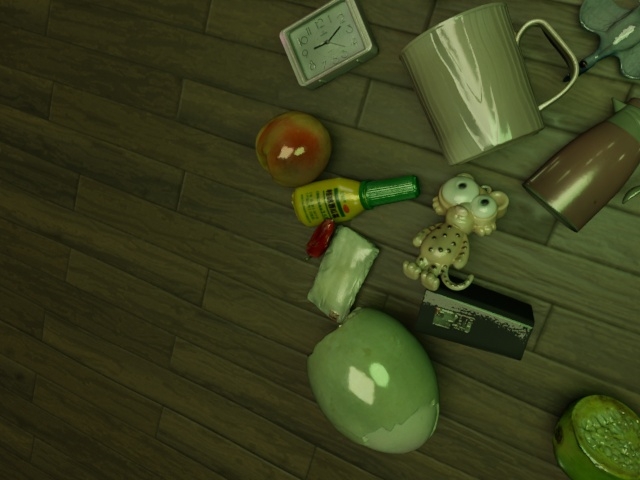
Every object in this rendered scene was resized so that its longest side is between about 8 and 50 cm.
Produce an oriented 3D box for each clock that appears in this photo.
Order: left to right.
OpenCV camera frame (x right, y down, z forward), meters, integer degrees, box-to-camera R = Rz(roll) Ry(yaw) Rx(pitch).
[{"bbox_3d":[0.019,-0.462,1.233,0.197,0.063,0.150,-22,90,22],"label":"clock"}]

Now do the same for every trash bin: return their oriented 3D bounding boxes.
[{"bbox_3d":[0.339,0.166,1.164,0.226,0.165,0.114,18,104,15],"label":"trash bin"}]

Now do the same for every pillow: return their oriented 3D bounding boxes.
[{"bbox_3d":[0.053,0.085,1.317,0.128,0.051,0.229,30,107,26],"label":"pillow"}]

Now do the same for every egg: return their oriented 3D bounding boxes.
[{"bbox_3d":[0.129,0.331,1.205,0.278,0.278,0.336,-41,81,22],"label":"egg"}]

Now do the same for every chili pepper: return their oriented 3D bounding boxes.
[{"bbox_3d":[0.001,-0.001,1.300,0.050,0.059,0.191,23,143,-8],"label":"chili pepper"}]

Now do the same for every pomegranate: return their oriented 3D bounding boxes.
[{"bbox_3d":[0.604,0.430,1.120,0.190,0.241,0.159,48,149,30],"label":"pomegranate"}]

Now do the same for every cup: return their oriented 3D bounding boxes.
[{"bbox_3d":[0.340,-0.322,1.072,0.289,0.208,0.272,-21,91,-5],"label":"cup"}]

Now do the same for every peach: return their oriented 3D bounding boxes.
[{"bbox_3d":[-0.062,-0.220,1.247,0.184,0.184,0.184,4,100,20],"label":"peach"}]

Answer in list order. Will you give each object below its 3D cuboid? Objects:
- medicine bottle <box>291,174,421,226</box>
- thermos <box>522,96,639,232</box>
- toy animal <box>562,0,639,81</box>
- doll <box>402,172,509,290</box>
[{"bbox_3d":[0.084,-0.105,1.261,0.309,0.076,0.111,-9,113,21],"label":"medicine bottle"},{"bbox_3d":[0.561,-0.148,1.039,0.265,0.146,0.176,-46,75,15],"label":"thermos"},{"bbox_3d":[0.591,-0.411,1.018,0.256,0.176,0.239,-35,89,-12],"label":"toy animal"},{"bbox_3d":[0.289,-0.018,1.125,0.154,0.119,0.278,22,69,23],"label":"doll"}]
